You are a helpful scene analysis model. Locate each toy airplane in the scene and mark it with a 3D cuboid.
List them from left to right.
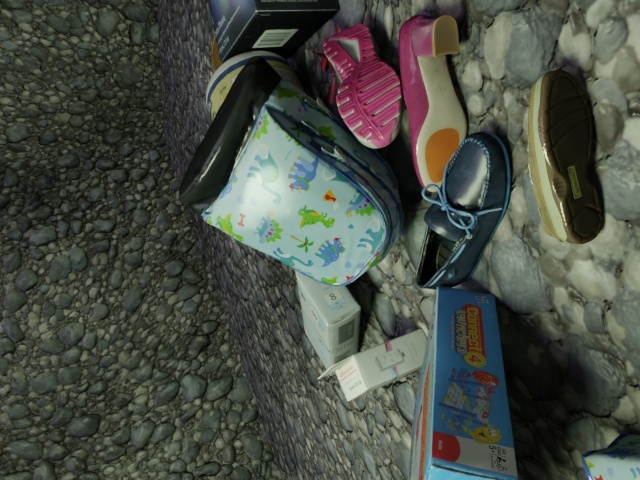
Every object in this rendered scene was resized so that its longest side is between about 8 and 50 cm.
[{"bbox_3d":[0.024,-0.355,0.930,0.151,0.028,0.151,41,137,53],"label":"toy airplane"}]

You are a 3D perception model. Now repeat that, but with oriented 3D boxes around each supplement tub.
[{"bbox_3d":[-0.109,-0.236,1.043,0.317,0.228,0.228,66,154,23],"label":"supplement tub"}]

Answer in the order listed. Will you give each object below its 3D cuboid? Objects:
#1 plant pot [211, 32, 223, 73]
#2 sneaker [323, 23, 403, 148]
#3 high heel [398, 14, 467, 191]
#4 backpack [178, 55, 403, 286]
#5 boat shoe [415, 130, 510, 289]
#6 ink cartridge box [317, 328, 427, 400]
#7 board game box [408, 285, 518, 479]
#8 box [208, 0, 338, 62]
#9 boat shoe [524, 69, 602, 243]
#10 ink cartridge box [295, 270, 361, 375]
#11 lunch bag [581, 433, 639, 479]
[{"bbox_3d":[-0.223,-0.528,1.233,0.236,0.032,0.237,-7,79,40],"label":"plant pot"},{"bbox_3d":[0.082,-0.241,0.764,0.111,0.102,0.253,52,-156,-53],"label":"sneaker"},{"bbox_3d":[0.150,-0.199,0.685,0.117,0.082,0.244,-131,29,-64],"label":"high heel"},{"bbox_3d":[-0.028,-0.085,0.800,0.290,0.355,0.273,-51,29,24],"label":"backpack"},{"bbox_3d":[0.196,-0.023,0.659,0.109,0.088,0.259,45,142,49],"label":"boat shoe"},{"bbox_3d":[0.105,0.243,0.877,0.067,0.198,0.115,65,155,22],"label":"ink cartridge box"},{"bbox_3d":[0.181,0.277,0.651,0.308,0.086,0.302,-65,-19,-56],"label":"board game box"},{"bbox_3d":[-0.128,-0.565,0.963,0.296,0.182,0.295,2,103,65],"label":"box"},{"bbox_3d":[0.258,-0.089,0.523,0.072,0.068,0.190,-156,55,-75],"label":"boat shoe"},{"bbox_3d":[-0.040,0.108,1.143,0.385,0.091,0.308,53,163,30],"label":"ink cartridge box"},{"bbox_3d":[0.359,0.283,0.459,0.129,0.096,0.151,130,123,-67],"label":"lunch bag"}]
